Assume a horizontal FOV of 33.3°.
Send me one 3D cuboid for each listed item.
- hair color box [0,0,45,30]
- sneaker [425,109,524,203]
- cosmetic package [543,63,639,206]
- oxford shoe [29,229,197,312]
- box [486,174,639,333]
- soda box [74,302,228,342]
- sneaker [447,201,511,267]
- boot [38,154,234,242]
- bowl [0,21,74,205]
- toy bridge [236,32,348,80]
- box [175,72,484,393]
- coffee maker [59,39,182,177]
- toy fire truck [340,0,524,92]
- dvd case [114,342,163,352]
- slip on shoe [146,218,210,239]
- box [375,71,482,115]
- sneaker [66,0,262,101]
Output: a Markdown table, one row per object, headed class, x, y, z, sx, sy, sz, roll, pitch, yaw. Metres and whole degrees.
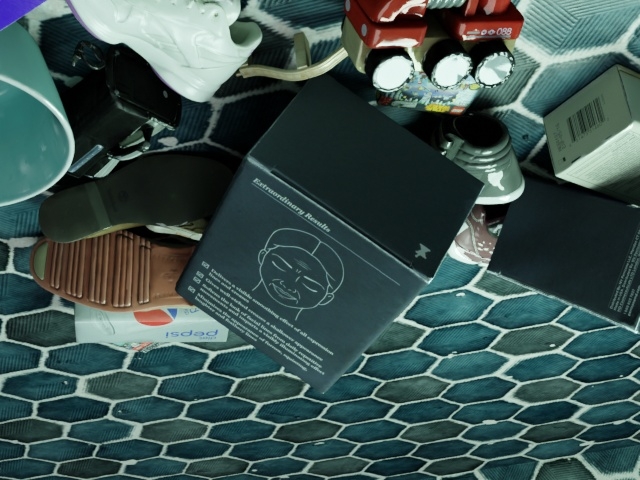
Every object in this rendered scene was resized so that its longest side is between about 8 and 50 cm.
| class | x | y | z | sx | sy | sz | roll | pitch | yaw |
| --- | --- | --- | --- | --- | --- | --- | --- | --- | --- |
| hair color box | -0.323 | -0.329 | 1.087 | 0.339 | 0.185 | 0.110 | -24 | 145 | 29 |
| sneaker | 0.159 | -0.127 | 1.630 | 0.295 | 0.104 | 0.147 | -3 | 137 | 9 |
| cosmetic package | 0.510 | -0.140 | 1.637 | 0.309 | 0.113 | 0.160 | 15 | 144 | -33 |
| oxford shoe | -0.294 | 0.062 | 1.841 | 0.397 | 0.140 | 0.146 | 8 | 174 | -2 |
| box | 0.483 | 0.036 | 1.713 | 0.296 | 0.183 | 0.294 | 15 | -175 | -44 |
| soda box | -0.314 | 0.132 | 1.998 | 0.286 | 0.091 | 0.098 | 1 | 150 | -11 |
| sneaker | 0.360 | -0.007 | 1.858 | 0.281 | 0.106 | 0.162 | 12 | 143 | -27 |
| boot | -0.280 | -0.067 | 1.680 | 0.305 | 0.112 | 0.115 | -12 | 180 | 3 |
| bowl | -0.466 | -0.187 | 1.336 | 0.311 | 0.163 | 0.311 | -5 | 151 | -3 |
| toy bridge | -0.024 | -0.243 | 1.413 | 0.188 | 0.063 | 0.026 | -14 | 150 | 13 |
| box | 0.000 | 0.000 | 1.579 | 0.293 | 0.212 | 0.395 | 35 | 143 | -1 |
| coffee maker | -0.305 | -0.179 | 1.451 | 0.178 | 0.120 | 0.171 | -29 | 120 | 34 |
| toy fire truck | 0.158 | -0.301 | 1.273 | 0.217 | 0.158 | 0.246 | -5 | 134 | -20 |
| dvd case | -0.378 | 0.198 | 2.184 | 0.087 | 0.013 | 0.119 | -29 | 144 | 35 |
| slip on shoe | -0.223 | -0.033 | 1.774 | 0.135 | 0.051 | 0.041 | 10 | 116 | -27 |
| box | 0.157 | -0.221 | 1.519 | 0.137 | 0.027 | 0.094 | 5 | 150 | -18 |
| sneaker | -0.192 | -0.288 | 1.287 | 0.152 | 0.114 | 0.305 | -34 | 146 | 19 |
